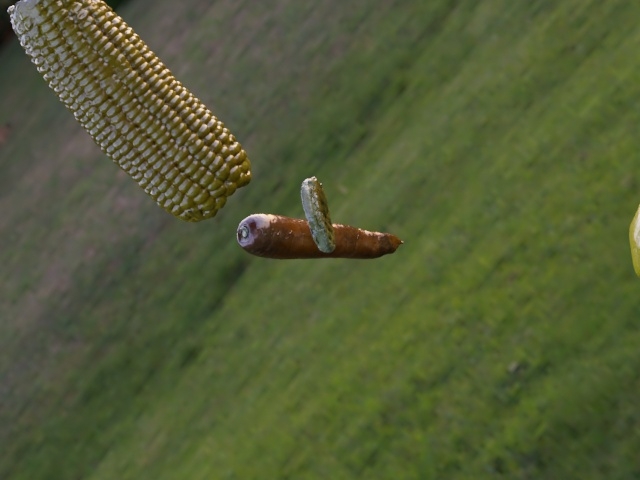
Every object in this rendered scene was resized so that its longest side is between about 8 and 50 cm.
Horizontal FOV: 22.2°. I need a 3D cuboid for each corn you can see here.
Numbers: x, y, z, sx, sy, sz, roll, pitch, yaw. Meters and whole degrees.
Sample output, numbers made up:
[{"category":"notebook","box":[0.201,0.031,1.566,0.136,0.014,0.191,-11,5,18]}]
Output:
[{"category":"corn","box":[-0.229,-0.169,1.946,0.131,0.344,0.131,-40,10,9]}]

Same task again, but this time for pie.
[{"category":"pie","box":[-0.001,-0.027,1.728,0.020,0.084,0.084,-15,25,9]}]

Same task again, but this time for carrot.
[{"category":"carrot","box":[0.000,0.000,2.108,0.059,0.247,0.059,-11,77,56]}]

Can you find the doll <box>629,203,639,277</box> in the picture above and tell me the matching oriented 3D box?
[{"category":"doll","box":[0.310,0.011,1.326,0.135,0.113,0.072,33,107,60]}]
